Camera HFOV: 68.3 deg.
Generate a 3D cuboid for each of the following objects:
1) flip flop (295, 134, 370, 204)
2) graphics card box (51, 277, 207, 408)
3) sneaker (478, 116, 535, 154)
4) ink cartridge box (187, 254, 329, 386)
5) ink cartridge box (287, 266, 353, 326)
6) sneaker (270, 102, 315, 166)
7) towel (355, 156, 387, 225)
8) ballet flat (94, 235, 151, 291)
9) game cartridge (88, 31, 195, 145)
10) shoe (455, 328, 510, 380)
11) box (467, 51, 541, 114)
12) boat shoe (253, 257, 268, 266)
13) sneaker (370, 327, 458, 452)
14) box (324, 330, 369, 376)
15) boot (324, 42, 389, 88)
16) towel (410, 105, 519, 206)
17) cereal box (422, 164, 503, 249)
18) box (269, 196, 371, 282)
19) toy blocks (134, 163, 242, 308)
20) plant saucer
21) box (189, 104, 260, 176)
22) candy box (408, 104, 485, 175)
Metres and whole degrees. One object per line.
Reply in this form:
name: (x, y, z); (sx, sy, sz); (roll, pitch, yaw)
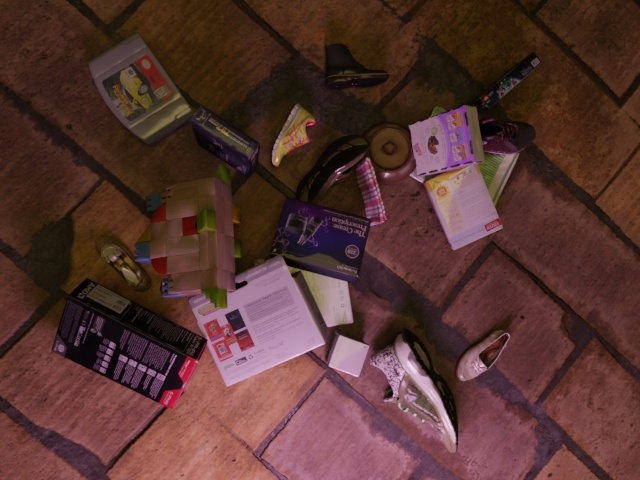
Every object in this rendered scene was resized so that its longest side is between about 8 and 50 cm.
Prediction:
flip flop: (0.041, -0.209, 1.442); (0.277, 0.080, 0.112); (-48, 56, 6)
graphics card box: (-0.519, 0.287, 1.284); (0.370, 0.094, 0.233); (28, 121, -7)
sneaker: (0.554, -0.323, 1.440); (0.281, 0.162, 0.107); (-8, 89, -7)
ink cartridge box: (-0.172, 0.214, 1.334); (0.309, 0.130, 0.272); (-24, 92, 8)
ink cartridge box: (-0.024, 0.157, 1.437); (0.223, 0.045, 0.224); (-7, 88, -8)
sneaker: (-0.082, -0.308, 1.428); (0.094, 0.081, 0.209); (29, 84, -9)
towel: (0.147, -0.144, 1.422); (0.029, 0.144, 0.197); (-16, 90, -9)
ballet flat: (-0.568, 0.063, 1.350); (0.206, 0.067, 0.073); (44, 83, -4)
game cartridge: (-0.531, -0.436, 1.381); (0.196, 0.060, 0.294); (-36, 93, -4)
shoe: (0.518, 0.364, 1.503); (0.219, 0.058, 0.076); (-43, 94, -7)
box: (0.560, -0.477, 1.486); (0.233, 0.159, 0.044); (-41, 94, -8)
boat shoe: (-0.183, 0.120, 1.418); (0.045, 0.050, 0.136); (3, 88, 7)
sneaker: (0.290, 0.475, 1.454); (0.182, 0.158, 0.411); (-27, 94, 23)
box: (0.079, 0.341, 1.425); (0.101, 0.087, 0.101); (21, 85, -7)
boot: (0.110, -0.554, 1.470); (0.197, 0.077, 0.137); (-5, 84, -10)
towel: (0.460, -0.256, 1.527); (0.324, 0.038, 0.248); (27, 85, -7)
cereal box: (0.449, -0.112, 1.489); (0.172, 0.047, 0.240); (-24, 99, 3)
box: (0.000, 0.000, 1.386); (0.261, 0.103, 0.185); (14, 75, 0)
toy blocks: (-0.369, 0.001, 1.254); (0.260, 0.190, 0.382); (-8, 78, 16)
plant saucer: (0.214, -0.280, 1.477); (0.198, 0.036, 0.199); (0, 85, 1)
box: (-0.263, -0.270, 1.322); (0.183, 0.232, 0.059); (34, 81, -6)
candy box: (0.373, -0.292, 1.406); (0.070, 0.196, 0.165); (-10, 91, -44)
